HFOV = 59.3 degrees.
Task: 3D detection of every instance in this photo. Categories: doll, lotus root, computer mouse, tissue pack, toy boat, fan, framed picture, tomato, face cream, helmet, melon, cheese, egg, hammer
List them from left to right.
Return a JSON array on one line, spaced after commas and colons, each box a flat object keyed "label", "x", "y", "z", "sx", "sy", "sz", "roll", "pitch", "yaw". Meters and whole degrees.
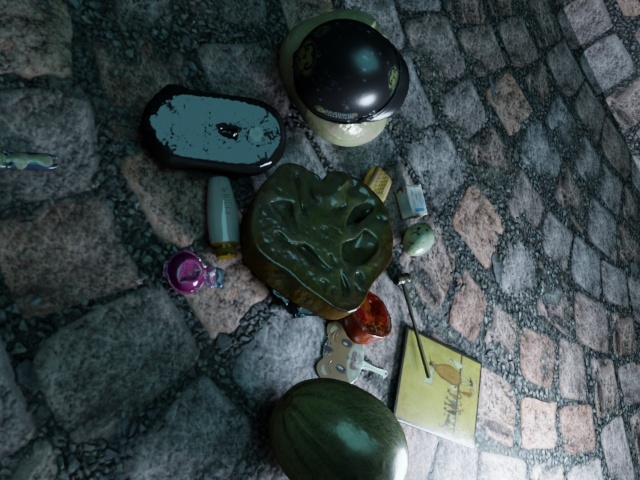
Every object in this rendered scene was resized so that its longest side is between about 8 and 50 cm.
[{"label": "doll", "x": -0.543, "y": -0.145, "z": 1.024, "sx": 0.125, "sy": 0.027, "sz": 0.037, "roll": -7, "pitch": 75, "yaw": -39}, {"label": "cheese", "x": -0.265, "y": 0.069, "z": 1.181, "sx": 0.145, "sy": 0.038, "sz": 0.095, "roll": 16, "pitch": 70, "yaw": -41}, {"label": "computer mouse", "x": -0.231, "y": -0.235, "z": 1.239, "sx": 0.323, "sy": 0.116, "sz": 0.183, "roll": 4, "pitch": 86, "yaw": -25}, {"label": "face cream", "x": -0.216, "y": -0.050, "z": 1.243, "sx": 0.072, "sy": 0.051, "sz": 0.182, "roll": 0, "pitch": 77, "yaw": -37}, {"label": "toy boat", "x": -0.013, "y": 0.156, "z": 1.345, "sx": 0.141, "sy": 0.055, "sz": 0.060, "roll": 5, "pitch": 82, "yaw": -38}, {"label": "lotus root", "x": 0.000, "y": 0.000, "z": 1.317, "sx": 0.390, "sy": 0.111, "sz": 0.375, "roll": -5, "pitch": 70, "yaw": -33}, {"label": "melon", "x": 0.041, "y": 0.431, "z": 1.194, "sx": 0.329, "sy": 0.248, "sz": 0.249, "roll": 41, "pitch": 56, "yaw": -19}, {"label": "helmet", "x": 0.068, "y": -0.390, "z": 1.273, "sx": 0.278, "sy": 0.160, "sz": 0.231, "roll": 15, "pitch": 87, "yaw": 5}, {"label": "fan", "x": 0.087, "y": 0.304, "z": 1.414, "sx": 0.226, "sy": 0.008, "sz": 0.153, "roll": 30, "pitch": 61, "yaw": -28}, {"label": "tomato", "x": 0.095, "y": 0.196, "z": 1.392, "sx": 0.159, "sy": 0.091, "sz": 0.139, "roll": 7, "pitch": 50, "yaw": -51}, {"label": "tissue pack", "x": 0.265, "y": -0.111, "z": 1.638, "sx": 0.074, "sy": 0.058, "sz": 0.095, "roll": -7, "pitch": 82, "yaw": -37}, {"label": "hammer", "x": 0.260, "y": 0.233, "z": 1.545, "sx": 0.058, "sy": 0.029, "sz": 0.293, "roll": -7, "pitch": 78, "yaw": -40}, {"label": "egg", "x": 0.278, "y": -0.001, "z": 1.601, "sx": 0.085, "sy": 0.085, "sz": 0.110, "roll": 44, "pitch": 62, "yaw": -21}, {"label": "framed picture", "x": 0.336, "y": 0.414, "z": 1.577, "sx": 0.338, "sy": 0.014, "sz": 0.256, "roll": 29, "pitch": 61, "yaw": -29}]

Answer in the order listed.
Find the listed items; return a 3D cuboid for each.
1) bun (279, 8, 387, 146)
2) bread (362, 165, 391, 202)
[{"label": "bun", "x": 0.067, "y": -0.433, "z": 1.462, "sx": 0.360, "sy": 0.213, "sz": 0.362, "roll": 7, "pitch": 78, "yaw": -32}, {"label": "bread", "x": 0.149, "y": -0.149, "z": 1.559, "sx": 0.082, "sy": 0.056, "sz": 0.115, "roll": 42, "pitch": 49, "yaw": -23}]
